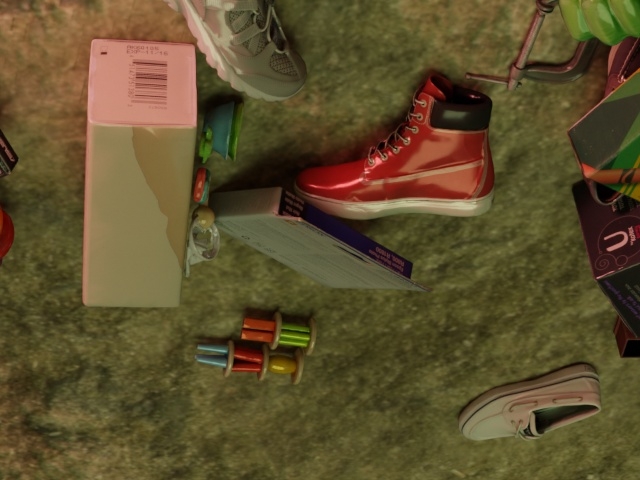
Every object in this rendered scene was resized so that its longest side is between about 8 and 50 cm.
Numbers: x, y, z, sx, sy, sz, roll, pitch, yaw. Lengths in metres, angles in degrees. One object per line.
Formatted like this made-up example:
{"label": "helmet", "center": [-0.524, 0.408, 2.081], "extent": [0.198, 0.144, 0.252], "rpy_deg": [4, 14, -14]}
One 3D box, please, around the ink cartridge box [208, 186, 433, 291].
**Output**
{"label": "ink cartridge box", "center": [0.000, 0.000, 1.940], "extent": [0.223, 0.045, 0.224], "rpy_deg": [29, 164, -32]}

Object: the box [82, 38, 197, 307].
{"label": "box", "center": [-0.215, -0.072, 1.853], "extent": [0.121, 0.148, 0.311], "rpy_deg": [2, 139, -8]}

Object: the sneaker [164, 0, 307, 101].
{"label": "sneaker", "center": [-0.086, -0.256, 1.692], "extent": [0.115, 0.105, 0.281], "rpy_deg": [-25, 133, 21]}

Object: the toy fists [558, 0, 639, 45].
{"label": "toy fists", "center": [0.372, -0.307, 1.655], "extent": [0.279, 0.142, 0.096], "rpy_deg": [-27, 133, 22]}

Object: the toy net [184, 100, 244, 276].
{"label": "toy net", "center": [-0.129, -0.048, 1.871], "extent": [0.045, 0.122, 0.232], "rpy_deg": [8, 120, -4]}

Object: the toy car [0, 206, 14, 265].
{"label": "toy car", "center": [-0.447, 0.008, 1.938], "extent": [0.136, 0.159, 0.182], "rpy_deg": [-18, 153, -46]}

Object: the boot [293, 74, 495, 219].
{"label": "boot", "center": [0.085, -0.118, 1.890], "extent": [0.244, 0.088, 0.176], "rpy_deg": [-2, 124, 6]}

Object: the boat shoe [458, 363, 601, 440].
{"label": "boat shoe", "center": [0.303, 0.252, 2.306], "extent": [0.226, 0.076, 0.083], "rpy_deg": [-28, 133, 23]}

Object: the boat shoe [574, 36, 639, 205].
{"label": "boat shoe", "center": [0.377, -0.157, 1.855], "extent": [0.103, 0.092, 0.285], "rpy_deg": [7, 136, -13]}

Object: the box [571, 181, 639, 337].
{"label": "box", "center": [0.473, -0.022, 1.958], "extent": [0.270, 0.165, 0.143], "rpy_deg": [-23, 135, 19]}

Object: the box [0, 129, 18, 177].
{"label": "box", "center": [-0.471, -0.126, 1.799], "extent": [0.190, 0.045, 0.184], "rpy_deg": [-21, 116, 17]}

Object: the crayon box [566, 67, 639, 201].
{"label": "crayon box", "center": [0.456, -0.160, 1.734], "extent": [0.202, 0.081, 0.318], "rpy_deg": [20, 131, -35]}

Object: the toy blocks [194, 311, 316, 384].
{"label": "toy blocks", "center": [-0.091, 0.144, 2.166], "extent": [0.148, 0.054, 0.123], "rpy_deg": [8, 137, -13]}

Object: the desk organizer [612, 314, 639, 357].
{"label": "desk organizer", "center": [0.481, 0.132, 2.212], "extent": [0.130, 0.050, 0.047], "rpy_deg": [0, 137, -6]}

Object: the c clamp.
{"label": "c clamp", "center": [0.260, -0.228, 1.819], "extent": [0.137, 0.022, 0.161], "rpy_deg": [10, 136, -16]}
